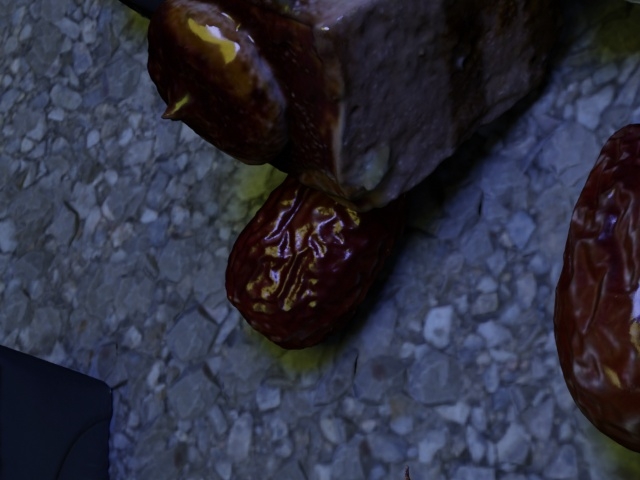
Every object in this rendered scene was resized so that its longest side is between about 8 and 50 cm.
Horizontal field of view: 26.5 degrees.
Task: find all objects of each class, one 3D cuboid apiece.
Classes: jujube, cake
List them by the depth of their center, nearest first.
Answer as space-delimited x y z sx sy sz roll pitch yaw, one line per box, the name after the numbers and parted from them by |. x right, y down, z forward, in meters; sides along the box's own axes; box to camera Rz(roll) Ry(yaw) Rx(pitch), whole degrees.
0.237 0.027 0.898 0.168 0.168 0.236 -16 52 29 | jujube
0.017 -0.158 0.997 0.293 0.196 0.199 -39 54 -25 | cake
0.000 0.000 1.082 0.112 0.109 0.176 35 94 2 | jujube

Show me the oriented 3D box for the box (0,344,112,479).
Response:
-0.267 0.224 1.144 0.138 0.178 0.274 -13 69 30 | box

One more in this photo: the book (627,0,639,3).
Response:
0.228 -0.296 0.978 0.025 0.215 0.282 137 136 -61 | book

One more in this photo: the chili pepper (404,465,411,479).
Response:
0.077 0.254 0.999 0.045 0.027 0.178 -22 65 22 | chili pepper

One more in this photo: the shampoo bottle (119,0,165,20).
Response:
-0.114 -0.214 1.229 0.309 0.098 0.071 28 92 36 | shampoo bottle
